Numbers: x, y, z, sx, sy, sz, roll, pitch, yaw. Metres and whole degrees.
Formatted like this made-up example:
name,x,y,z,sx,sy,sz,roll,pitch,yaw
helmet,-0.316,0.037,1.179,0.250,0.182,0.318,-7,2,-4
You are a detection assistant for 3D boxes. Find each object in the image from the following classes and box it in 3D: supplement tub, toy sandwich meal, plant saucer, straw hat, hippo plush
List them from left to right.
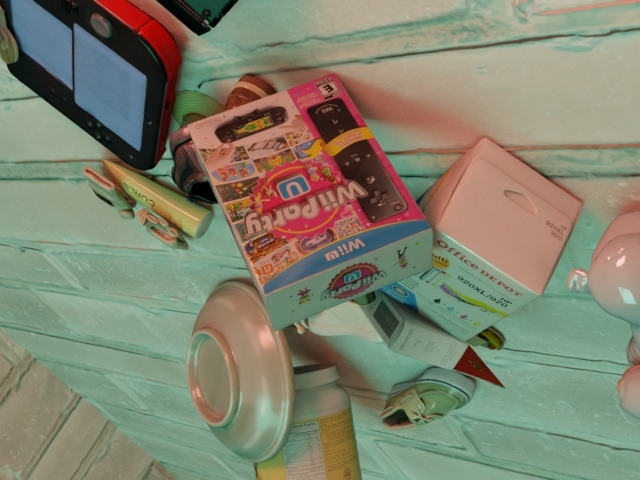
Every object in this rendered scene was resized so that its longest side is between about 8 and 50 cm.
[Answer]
name,x,y,z,sx,sy,sz,roll,pitch,yaw
straw hat,-0.206,-0.178,1.491,0.145,0.061,0.144,23,151,13
plant saucer,-0.202,0.290,1.951,0.101,0.400,0.400,-6,173,-34
supplement tub,-0.038,0.459,2.040,0.241,0.331,0.241,-9,177,0
toy sandwich meal,0.291,0.179,1.632,0.086,0.029,0.085,23,152,13
hippo plush,0.416,0.098,1.144,0.236,0.294,0.234,42,129,-5

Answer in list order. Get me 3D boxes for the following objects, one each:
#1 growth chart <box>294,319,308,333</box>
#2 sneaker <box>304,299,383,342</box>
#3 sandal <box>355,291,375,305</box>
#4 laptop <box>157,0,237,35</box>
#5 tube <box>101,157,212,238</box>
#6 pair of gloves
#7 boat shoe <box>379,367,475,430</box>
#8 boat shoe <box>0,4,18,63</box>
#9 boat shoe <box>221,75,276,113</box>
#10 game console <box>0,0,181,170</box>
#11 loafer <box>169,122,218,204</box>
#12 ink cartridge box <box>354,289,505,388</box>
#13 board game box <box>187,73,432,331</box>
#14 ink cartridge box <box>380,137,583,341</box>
name,x,y,z,sx,sy,sz,roll,pitch,yaw
growth chart,-0.075,0.076,1.748,0.172,0.021,0.237,55,165,29
sneaker,0.057,0.116,1.719,0.290,0.106,0.123,-2,106,56
sandal,0.000,0.000,1.429,0.120,0.086,0.302,62,179,-36
laptop,-0.191,-0.399,1.165,0.234,0.136,0.264,39,126,-17
tube,-0.326,-0.084,1.770,0.240,0.062,0.070,30,118,12
pair of gloves,-0.370,-0.052,1.811,0.240,0.042,0.204,35,172,-2
boat shoe,0.224,0.347,1.904,0.109,0.094,0.302,34,152,-8
boat shoe,-0.541,-0.341,1.490,0.050,0.045,0.135,30,151,22
boat shoe,-0.111,-0.141,1.422,0.095,0.095,0.257,19,150,21
game console,-0.386,-0.292,1.460,0.342,0.060,0.386,33,152,1
loafer,-0.186,-0.098,1.478,0.302,0.109,0.095,91,159,-76
ink cartridge box,0.166,0.118,1.470,0.239,0.060,0.275,20,-163,-28
board game box,-0.017,-0.060,1.181,0.097,0.224,0.303,82,164,-56
ink cartridge box,0.215,0.006,1.270,0.171,0.168,0.232,33,152,-4
